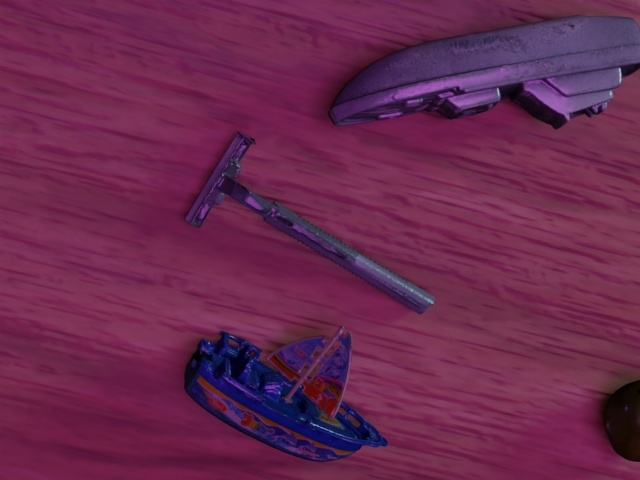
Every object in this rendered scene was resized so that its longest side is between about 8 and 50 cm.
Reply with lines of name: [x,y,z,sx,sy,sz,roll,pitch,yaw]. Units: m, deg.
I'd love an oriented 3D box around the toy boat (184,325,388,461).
toy boat: [-0.012,0.113,1.401,0.175,0.091,0.110,31,107,-16]

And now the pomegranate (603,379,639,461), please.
pomegranate: [0.271,0.152,1.455,0.073,0.084,0.073,-4,107,-14]

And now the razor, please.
razor: [0.002,0.001,1.419,0.211,0.036,0.084,31,93,-11]

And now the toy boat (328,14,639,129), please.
toy boat: [0.133,-0.122,1.404,0.260,0.078,0.085,-11,83,-10]
